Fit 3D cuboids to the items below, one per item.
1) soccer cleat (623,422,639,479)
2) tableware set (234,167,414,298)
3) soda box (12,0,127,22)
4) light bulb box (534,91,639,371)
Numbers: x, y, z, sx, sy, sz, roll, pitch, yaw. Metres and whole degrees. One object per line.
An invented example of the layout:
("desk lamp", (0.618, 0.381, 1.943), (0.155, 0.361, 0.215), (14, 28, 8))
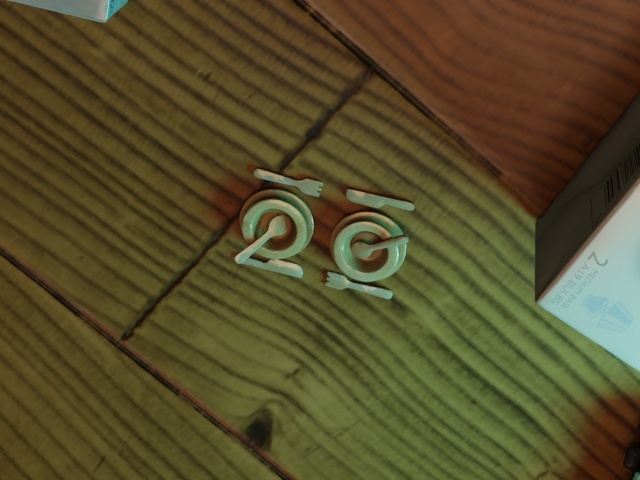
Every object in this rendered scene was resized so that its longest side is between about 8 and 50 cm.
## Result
("soccer cleat", (0.397, 0.357, 1.642), (0.143, 0.116, 0.331), (19, 116, 0))
("tableware set", (0.000, 0.000, 1.580), (0.194, 0.039, 0.128), (13, 116, 3))
("soda box", (-0.342, -0.313, 1.459), (0.286, 0.091, 0.098), (13, 114, 2))
("light bulb box", (0.462, -0.011, 1.400), (0.361, 0.225, 0.358), (32, 115, -6))
